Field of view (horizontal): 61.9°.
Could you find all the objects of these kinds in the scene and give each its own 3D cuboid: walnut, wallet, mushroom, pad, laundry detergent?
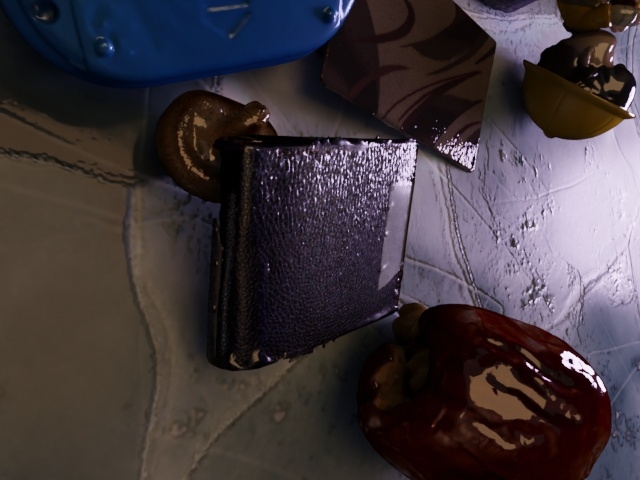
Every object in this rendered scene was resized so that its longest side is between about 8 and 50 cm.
[{"bbox_3d":[0.182,0.170,0.627,0.269,0.222,0.243,33,36,-22],"label":"walnut"},{"bbox_3d":[0.000,0.000,0.558,0.263,0.071,0.220,-9,109,-41],"label":"wallet"},{"bbox_3d":[-0.099,-0.094,0.530,0.126,0.085,0.109,28,96,-26],"label":"mushroom"},{"bbox_3d":[0.137,-0.241,0.707,0.330,0.004,0.219,17,82,-42],"label":"pad"},{"bbox_3d":[0.051,-0.318,0.673,0.096,0.061,0.206,50,60,-16],"label":"laundry detergent"}]

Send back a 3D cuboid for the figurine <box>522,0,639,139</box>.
[{"bbox_3d":[0.402,-0.285,0.827,0.192,0.167,0.256,-35,125,-55],"label":"figurine"}]

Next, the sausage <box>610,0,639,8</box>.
[{"bbox_3d":[0.594,-0.485,1.032,0.317,0.117,0.125,-41,93,-29],"label":"sausage"}]

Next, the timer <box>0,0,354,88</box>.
[{"bbox_3d":[-0.107,-0.293,0.442,0.340,0.115,0.308,-19,128,-26],"label":"timer"}]

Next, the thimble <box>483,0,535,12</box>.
[{"bbox_3d":[0.304,-0.441,0.837,0.150,0.098,0.149,6,80,-34],"label":"thimble"}]
